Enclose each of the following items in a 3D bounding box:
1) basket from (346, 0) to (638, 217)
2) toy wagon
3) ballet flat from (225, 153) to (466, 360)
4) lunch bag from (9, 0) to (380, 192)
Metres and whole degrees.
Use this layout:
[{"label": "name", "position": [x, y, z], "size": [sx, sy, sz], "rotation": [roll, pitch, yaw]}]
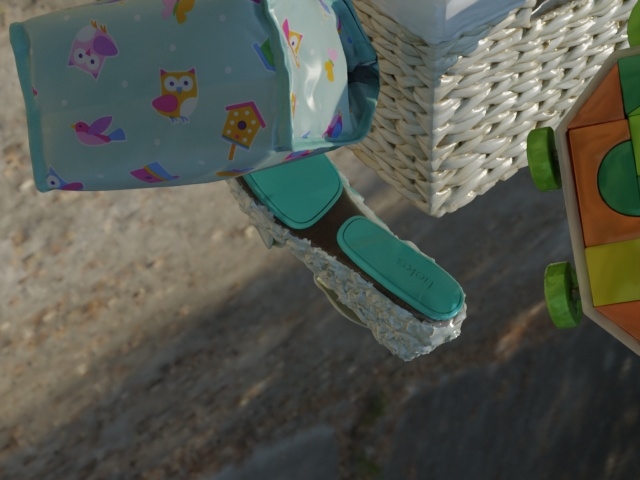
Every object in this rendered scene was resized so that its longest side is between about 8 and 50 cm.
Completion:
[{"label": "basket", "position": [0.136, -0.252, 1.255], "size": [0.328, 0.331, 0.266], "rotation": [-29, 138, -23]}, {"label": "toy wagon", "position": [0.302, -0.070, 1.034], "size": [0.267, 0.344, 0.068], "rotation": [-10, 171, 22]}, {"label": "ballet flat", "position": [0.000, 0.000, 1.589], "size": [0.147, 0.409, 0.147], "rotation": [-44, 172, -8]}, {"label": "lunch bag", "position": [-0.085, -0.130, 1.030], "size": [0.224, 0.160, 0.262], "rotation": [-7, -174, 19]}]
